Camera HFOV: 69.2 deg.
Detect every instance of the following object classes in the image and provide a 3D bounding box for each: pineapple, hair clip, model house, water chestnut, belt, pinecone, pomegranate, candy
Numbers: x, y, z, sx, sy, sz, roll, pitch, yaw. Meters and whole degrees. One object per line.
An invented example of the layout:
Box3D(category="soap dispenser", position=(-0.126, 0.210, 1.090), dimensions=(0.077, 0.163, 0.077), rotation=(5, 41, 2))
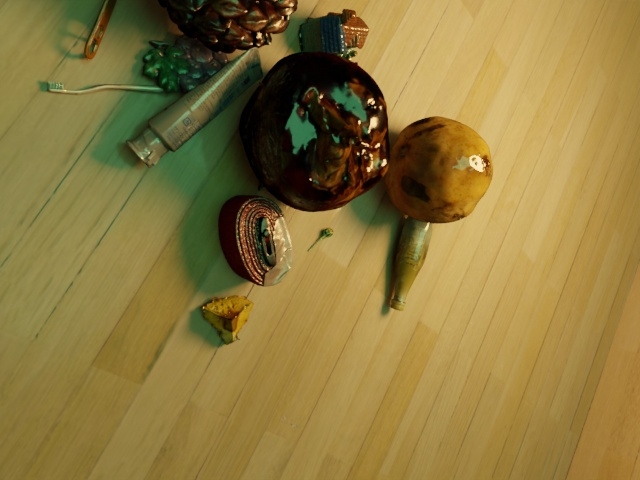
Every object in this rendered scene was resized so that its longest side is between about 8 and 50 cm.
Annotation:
Box3D(category="pineapple", position=(-0.195, 0.182, 1.008), dimensions=(0.115, 0.077, 0.114), rotation=(-11, 114, -30))
Box3D(category="hair clip", position=(-0.259, -0.350, 0.931), dimensions=(0.196, 0.052, 0.124), rotation=(-11, 82, -27))
Box3D(category="model house", position=(0.047, -0.467, 1.065), dimensions=(0.148, 0.149, 0.119), rotation=(-10, 101, -32))
Box3D(category="water chestnut", position=(0.008, -0.216, 0.953), dimensions=(0.336, 0.347, 0.334), rotation=(-8, 107, -28))
Box3D(category="belt", position=(-0.135, 0.001, 0.998), dimensions=(0.128, 0.124, 0.200), rotation=(-21, 105, -30))
Box3D(category="pinecone", position=(-0.176, -0.473, 0.832), dimensions=(0.298, 0.296, 0.242), rotation=(32, 88, 3))
Box3D(category="pomegranate", position=(0.302, -0.181, 1.204), dimensions=(0.281, 0.281, 0.280), rotation=(-4, 97, -35))
Box3D(category="candy", position=(0.000, 0.000, 1.158), dimensions=(0.023, 0.025, 0.083), rotation=(45, 77, 0))

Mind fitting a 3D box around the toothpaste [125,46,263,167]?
Box3D(category="toothpaste", position=(-0.232, -0.257, 0.892), dimensions=(0.299, 0.114, 0.073), rotation=(-41, 81, -8))

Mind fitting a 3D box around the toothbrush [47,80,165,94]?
Box3D(category="toothbrush", position=(-0.390, -0.280, 0.859), dimensions=(0.204, 0.017, 0.022), rotation=(-10, 120, -33))

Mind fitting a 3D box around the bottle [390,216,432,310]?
Box3D(category="bottle", position=(0.247, 0.064, 1.297), dimensions=(0.083, 0.083, 0.269), rotation=(15, 91, -35))

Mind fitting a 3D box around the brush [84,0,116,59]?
Box3D(category="brush", position=(-0.359, -0.467, 0.828), dimensions=(0.017, 0.090, 0.314), rotation=(21, 88, -9))
